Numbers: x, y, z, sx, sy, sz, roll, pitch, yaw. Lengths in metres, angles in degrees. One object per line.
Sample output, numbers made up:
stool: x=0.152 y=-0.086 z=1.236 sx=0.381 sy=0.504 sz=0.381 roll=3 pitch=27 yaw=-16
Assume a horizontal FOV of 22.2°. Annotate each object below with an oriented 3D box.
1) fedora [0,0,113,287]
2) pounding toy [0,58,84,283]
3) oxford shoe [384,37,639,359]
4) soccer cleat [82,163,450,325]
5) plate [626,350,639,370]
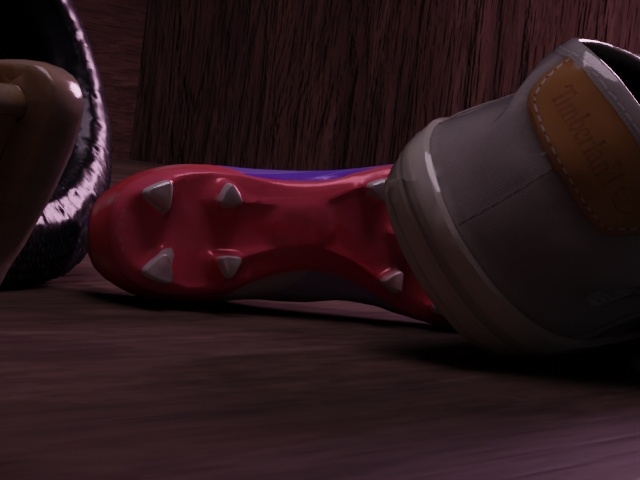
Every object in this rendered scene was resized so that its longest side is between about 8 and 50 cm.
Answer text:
fedora: x=-0.252 y=-0.093 z=0.821 sx=0.152 sy=0.334 sz=0.334 roll=-24 pitch=-7 yaw=19
pounding toy: x=-0.180 y=-0.038 z=0.439 sx=0.269 sy=0.154 sz=0.155 roll=9 pitch=4 yaw=24
oxford shoe: x=0.189 y=-0.034 z=0.854 sx=0.130 sy=0.169 sz=0.449 roll=-37 pitch=-13 yaw=27
soccer cleat: x=0.000 y=0.000 z=0.840 sx=0.248 sy=0.083 sz=0.095 roll=2 pitch=0 yaw=-24
plate: x=0.236 y=0.059 z=0.746 sx=0.188 sy=0.024 sz=0.188 roll=8 pitch=4 yaw=-1
